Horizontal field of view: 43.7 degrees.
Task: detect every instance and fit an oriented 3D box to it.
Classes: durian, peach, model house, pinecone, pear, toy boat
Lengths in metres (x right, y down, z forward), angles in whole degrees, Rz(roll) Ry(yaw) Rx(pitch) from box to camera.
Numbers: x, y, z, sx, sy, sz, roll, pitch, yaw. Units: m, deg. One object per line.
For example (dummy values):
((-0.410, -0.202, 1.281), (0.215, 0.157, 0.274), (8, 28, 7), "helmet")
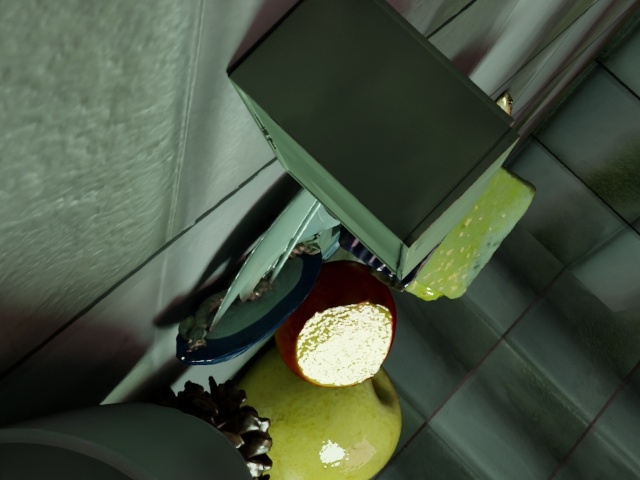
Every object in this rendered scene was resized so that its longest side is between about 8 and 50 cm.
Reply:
((0.313, -0.227, 1.444), (0.066, 0.052, 0.130), (1, 147, -21), "durian")
((0.027, 0.125, 1.176), (0.190, 0.190, 0.192), (-43, -170, -17), "peach")
((0.101, -0.050, 0.916), (0.194, 0.170, 0.211), (-53, 145, 10), "model house")
((-0.162, 0.295, 0.944), (0.224, 0.224, 0.273), (81, 32, -80), "pinecone")
((-0.010, 0.349, 1.622), (0.348, 0.348, 0.348), (-44, 172, -8), "pear")
((-0.027, 0.010, 0.757), (0.292, 0.070, 0.210), (-51, 173, 18), "toy boat")

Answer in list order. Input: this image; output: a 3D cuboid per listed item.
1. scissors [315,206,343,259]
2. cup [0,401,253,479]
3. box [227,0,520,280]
((0.000, 0.000, 0.967), (0.125, 0.030, 0.256), (-48, 173, -10), "scissors")
((-0.165, 0.251, 0.599), (0.253, 0.253, 0.371), (-45, 174, -3), "cup")
((0.035, -0.055, 0.505), (0.086, 0.129, 0.225), (-45, 172, -2), "box")
